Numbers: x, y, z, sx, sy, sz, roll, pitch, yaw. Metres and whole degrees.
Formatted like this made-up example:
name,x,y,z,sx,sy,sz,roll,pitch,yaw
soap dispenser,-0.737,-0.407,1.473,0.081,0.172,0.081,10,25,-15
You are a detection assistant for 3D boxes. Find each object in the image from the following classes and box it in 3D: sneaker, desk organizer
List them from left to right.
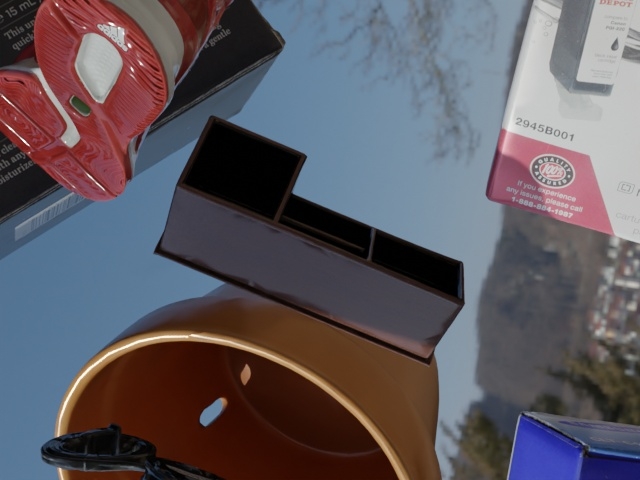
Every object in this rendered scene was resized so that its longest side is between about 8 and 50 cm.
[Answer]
name,x,y,z,sx,sy,sz,roll,pitch,yaw
sneaker,-0.080,-0.098,0.561,0.128,0.087,0.221,-52,16,-23
desk organizer,0.000,0.000,0.510,0.050,0.130,0.047,114,178,-53

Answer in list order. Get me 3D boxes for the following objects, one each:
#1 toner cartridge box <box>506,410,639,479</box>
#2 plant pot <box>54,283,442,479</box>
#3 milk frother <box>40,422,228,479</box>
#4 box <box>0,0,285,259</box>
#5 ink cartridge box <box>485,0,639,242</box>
name,x,y,z,sx,sy,sz,roll,pitch,yaw
toner cartridge box,0.156,0.270,0.595,0.075,0.165,0.348,-161,81,-74
plant pot,-0.028,0.144,0.927,0.203,0.290,0.291,-51,-32,-55
milk frother,-0.110,0.184,0.665,0.135,0.129,0.143,-66,18,-4
box,-0.262,-0.160,0.862,0.343,0.312,0.179,-33,1,-17
ink cartridge box,0.192,-0.110,0.636,0.092,0.158,0.218,-57,-19,-56
